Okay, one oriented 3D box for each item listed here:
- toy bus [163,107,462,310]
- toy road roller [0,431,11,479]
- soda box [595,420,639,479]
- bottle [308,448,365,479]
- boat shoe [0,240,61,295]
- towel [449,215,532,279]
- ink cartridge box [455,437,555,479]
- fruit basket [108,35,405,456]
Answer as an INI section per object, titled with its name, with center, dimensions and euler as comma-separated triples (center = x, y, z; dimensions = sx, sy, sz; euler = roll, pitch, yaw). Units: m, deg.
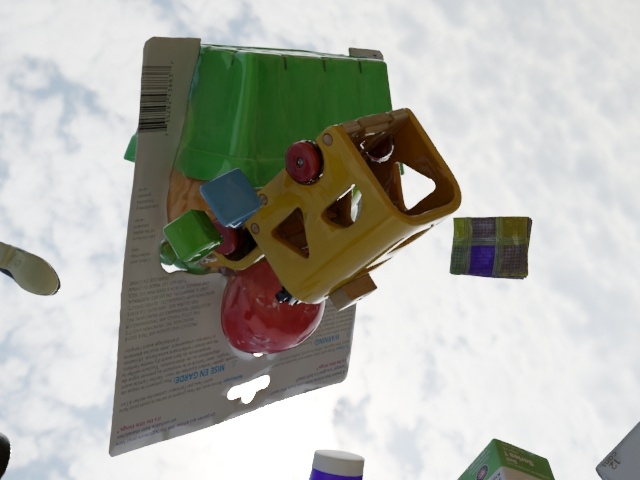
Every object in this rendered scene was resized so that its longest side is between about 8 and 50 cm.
[toy bus]
center = 0.004, -0.005, 0.745
dimensions = 0.104, 0.191, 0.202
euler = 58, 176, 10
[toy road roller]
center = -0.489, 0.336, 1.174
dimensions = 0.202, 0.240, 0.329
euler = 39, -167, -39
[soda box]
center = 0.259, 0.084, 0.573
dimensions = 0.074, 0.216, 0.069
euler = 47, 177, -30
[bottle]
center = 0.003, 0.407, 1.308
dimensions = 0.118, 0.092, 0.283
euler = 9, -91, -34
[boat shoe]
center = -0.396, 0.040, 1.402
dimensions = 0.137, 0.049, 0.043
euler = 25, 166, 26
[towel]
center = 0.160, 0.006, 0.984
dimensions = 0.009, 0.083, 0.060
euler = 16, -101, -55
[ink cartridge box]
center = 0.273, 0.470, 1.553
dimensions = 0.117, 0.201, 0.278
euler = 25, -153, -19
[fruit basket]
center = -0.064, -0.006, 0.961
dimensions = 0.165, 0.353, 0.327
euler = 23, -159, 35
